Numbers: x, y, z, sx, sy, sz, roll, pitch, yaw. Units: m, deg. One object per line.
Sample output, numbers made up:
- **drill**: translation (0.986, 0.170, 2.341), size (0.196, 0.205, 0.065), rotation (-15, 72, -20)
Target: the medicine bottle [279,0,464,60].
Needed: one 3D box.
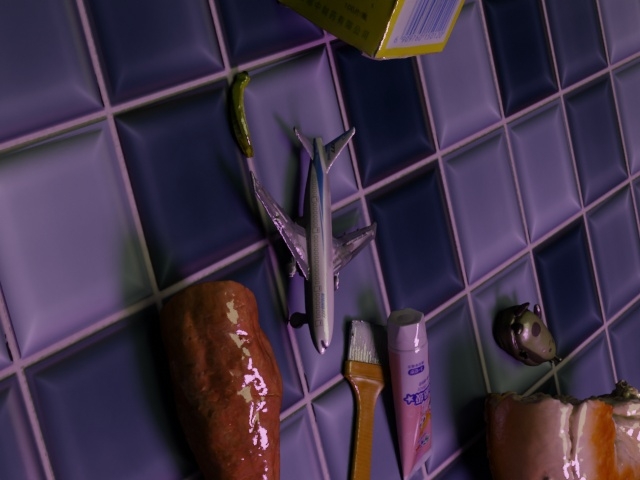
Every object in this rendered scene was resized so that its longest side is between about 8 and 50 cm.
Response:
- **medicine bottle**: translation (0.082, -0.313, 1.324), size (0.141, 0.137, 0.250), rotation (-14, 134, -52)

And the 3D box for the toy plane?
- **toy plane**: translation (-0.003, -0.001, 1.340), size (0.226, 0.058, 0.226), rotation (20, 74, -54)

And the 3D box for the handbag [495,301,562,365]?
- **handbag**: translation (0.258, 0.119, 1.681), size (0.111, 0.047, 0.072), rotation (42, 56, -40)

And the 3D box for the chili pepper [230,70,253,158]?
- **chili pepper**: translation (-0.072, -0.120, 1.291), size (0.030, 0.017, 0.083), rotation (5, 82, -54)

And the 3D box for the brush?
- **brush**: translation (0.046, 0.193, 1.425), size (0.082, 0.010, 0.218), rotation (18, 74, -52)

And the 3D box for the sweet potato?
- **sweet potato**: translation (-0.078, 0.148, 1.201), size (0.097, 0.097, 0.252), rotation (-32, 116, -49)

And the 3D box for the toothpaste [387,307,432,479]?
- **toothpaste**: translation (0.098, 0.167, 1.463), size (0.067, 0.042, 0.195), rotation (-41, 132, -48)

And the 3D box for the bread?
- **bread**: translation (0.307, 0.270, 1.629), size (0.314, 0.171, 0.192), rotation (2, 87, -52)
